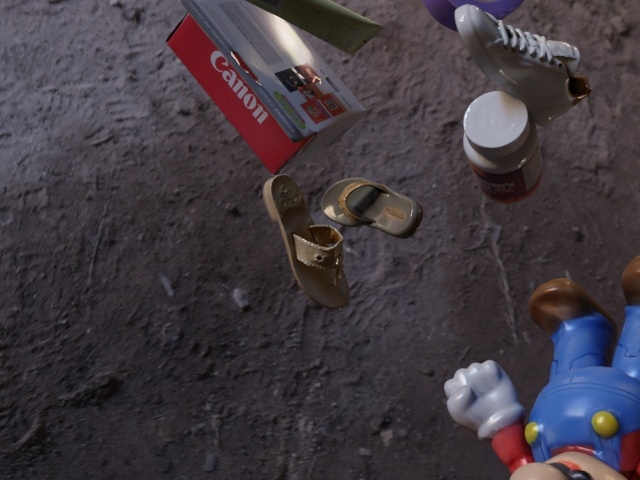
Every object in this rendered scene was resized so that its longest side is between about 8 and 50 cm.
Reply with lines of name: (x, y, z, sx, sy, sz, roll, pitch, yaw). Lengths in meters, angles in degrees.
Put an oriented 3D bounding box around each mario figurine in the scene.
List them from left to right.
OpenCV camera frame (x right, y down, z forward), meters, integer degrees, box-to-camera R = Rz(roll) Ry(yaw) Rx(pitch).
mario figurine: (0.179, 0.130, 0.507, 0.170, 0.198, 0.321, 23, 47, 4)

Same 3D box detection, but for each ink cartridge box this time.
ink cartridge box: (-0.108, -0.280, 1.302, 0.309, 0.130, 0.272, 51, 34, 3)

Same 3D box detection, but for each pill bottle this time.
pill bottle: (0.308, -0.154, 1.255, 0.221, 0.121, 0.121, 44, 45, -62)

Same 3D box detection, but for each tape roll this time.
tape roll: (0.275, -0.474, 1.328, 0.188, 0.080, 0.189, 1, 87, -12)

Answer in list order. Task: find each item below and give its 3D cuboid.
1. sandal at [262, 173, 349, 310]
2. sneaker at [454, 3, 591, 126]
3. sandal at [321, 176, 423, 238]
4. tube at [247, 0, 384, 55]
sandal: (-0.004, 0.003, 1.152, 0.088, 0.079, 0.240, -35, 102, -36)
sneaker: (0.325, -0.296, 1.167, 0.290, 0.123, 0.106, 28, 46, -39)
sandal: (0.060, -0.048, 1.000, 0.049, 0.180, 0.072, 18, 92, -41)
tube: (-0.018, -0.378, 1.233, 0.240, 0.070, 0.062, 19, 102, -27)
